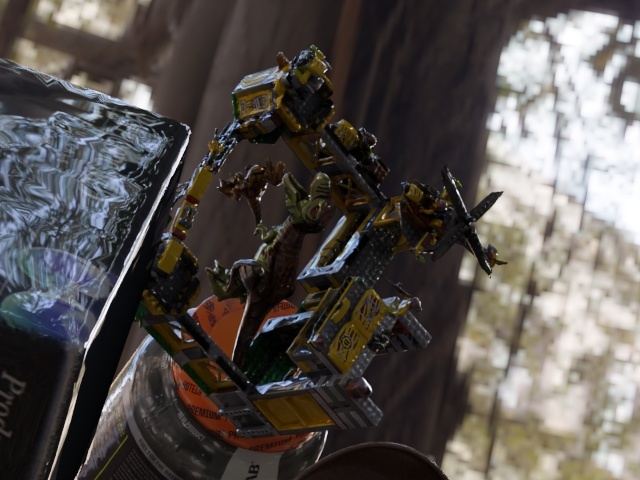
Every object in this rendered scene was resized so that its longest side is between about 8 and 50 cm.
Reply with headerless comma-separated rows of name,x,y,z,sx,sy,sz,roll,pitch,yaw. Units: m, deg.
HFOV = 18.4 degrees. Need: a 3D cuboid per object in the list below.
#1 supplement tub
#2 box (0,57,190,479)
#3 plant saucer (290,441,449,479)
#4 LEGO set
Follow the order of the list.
supplement tub,-0.125,0.203,1.970,0.207,0.207,0.338,22,-40,-15
box,-0.289,0.018,0.872,0.395,0.293,0.212,19,-70,-3
plant saucer,0.012,0.225,1.317,0.198,0.198,0.036,36,-12,-38
LEGO set,0.000,0.000,1.579,0.192,0.331,0.255,-12,-63,48
